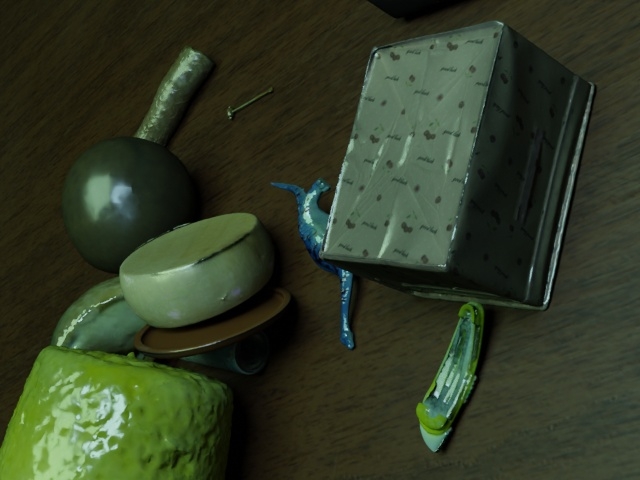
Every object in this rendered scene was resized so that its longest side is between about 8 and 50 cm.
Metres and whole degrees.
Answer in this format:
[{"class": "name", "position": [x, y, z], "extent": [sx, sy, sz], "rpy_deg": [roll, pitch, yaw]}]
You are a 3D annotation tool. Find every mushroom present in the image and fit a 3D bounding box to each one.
[{"class": "mushroom", "position": [-0.393, 0.190, 1.534], "extent": [0.217, 0.212, 0.292], "rpy_deg": [27, 112, 59]}]

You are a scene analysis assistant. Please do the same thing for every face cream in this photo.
[{"class": "face cream", "position": [-0.180, 0.170, 1.403], "extent": [0.229, 0.075, 0.075], "rpy_deg": [1, 73, 49]}]

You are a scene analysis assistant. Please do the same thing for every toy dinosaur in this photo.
[{"class": "toy dinosaur", "position": [0.021, -0.011, 1.266], "extent": [0.144, 0.076, 0.329], "rpy_deg": [-48, 53, 32]}]

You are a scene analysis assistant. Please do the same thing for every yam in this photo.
[{"class": "yam", "position": [-0.341, -0.244, 1.773], "extent": [0.356, 0.081, 0.081], "rpy_deg": [-53, 41, 12]}]

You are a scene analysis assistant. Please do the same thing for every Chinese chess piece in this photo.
[{"class": "Chinese chess piece", "position": [-0.194, 0.044, 1.362], "extent": [0.251, 0.251, 0.097], "rpy_deg": [2, 119, 49]}]

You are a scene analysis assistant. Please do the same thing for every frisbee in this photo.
[{"class": "frisbee", "position": [-0.163, 0.123, 1.310], "extent": [0.251, 0.251, 0.021], "rpy_deg": [-1, 110, 48]}]

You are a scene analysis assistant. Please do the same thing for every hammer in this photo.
[{"class": "hammer", "position": [-0.132, -0.259, 1.601], "extent": [0.123, 0.014, 0.029], "rpy_deg": [-21, 67, 38]}]

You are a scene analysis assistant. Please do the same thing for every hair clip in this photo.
[{"class": "hair clip", "position": [0.163, 0.164, 1.054], "extent": [0.060, 0.033, 0.188], "rpy_deg": [26, 98, 52]}]

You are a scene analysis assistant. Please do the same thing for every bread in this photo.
[{"class": "bread", "position": [-0.289, 0.320, 1.245], "extent": [0.348, 0.348, 0.307], "rpy_deg": [2, 72, 48]}]

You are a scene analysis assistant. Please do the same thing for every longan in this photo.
[{"class": "longan", "position": [-0.354, -0.063, 1.577], "extent": [0.258, 0.258, 0.258], "rpy_deg": [-23, 56, 40]}]

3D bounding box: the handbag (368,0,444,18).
[{"class": "handbag", "position": [0.200, -0.476, 1.262], "extent": [0.285, 0.113, 0.257], "rpy_deg": [-8, 59, 46]}]

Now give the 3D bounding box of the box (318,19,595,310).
[{"class": "box", "position": [0.165, -0.087, 1.052], "extent": [0.225, 0.190, 0.297], "rpy_deg": [4, 75, 50]}]
